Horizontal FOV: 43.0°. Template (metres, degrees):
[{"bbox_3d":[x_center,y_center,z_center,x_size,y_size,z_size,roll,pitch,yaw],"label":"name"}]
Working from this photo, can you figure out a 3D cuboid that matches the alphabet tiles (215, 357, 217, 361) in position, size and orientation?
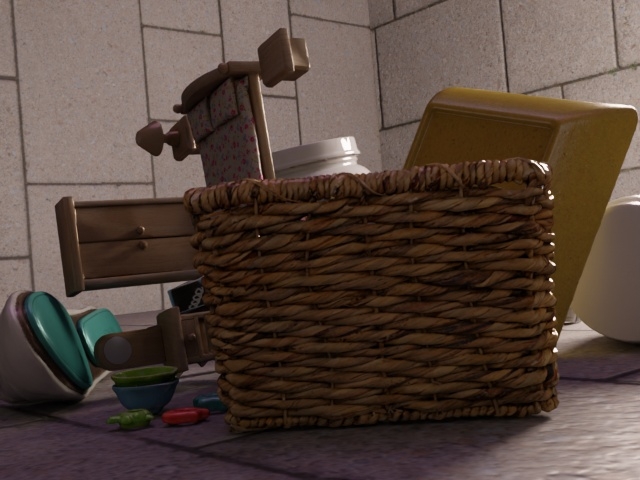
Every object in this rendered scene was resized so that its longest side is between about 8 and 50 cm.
[{"bbox_3d":[0.043,0.132,1.007,0.285,0.011,0.342,-5,-6,13],"label":"alphabet tiles"}]

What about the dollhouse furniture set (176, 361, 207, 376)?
[{"bbox_3d":[-0.134,0.177,1.100,0.114,0.091,0.081,28,-18,50],"label":"dollhouse furniture set"}]

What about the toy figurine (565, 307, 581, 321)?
[{"bbox_3d":[0.360,0.064,1.453,0.212,0.148,0.209,4,-2,-2],"label":"toy figurine"}]

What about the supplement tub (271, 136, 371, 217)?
[{"bbox_3d":[0.000,0.000,1.453,0.240,0.332,0.241,-13,1,0],"label":"supplement tub"}]

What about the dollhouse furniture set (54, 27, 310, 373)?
[{"bbox_3d":[-0.149,-0.017,0.880,0.173,0.303,0.355,-5,-11,-33],"label":"dollhouse furniture set"}]

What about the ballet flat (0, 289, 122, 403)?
[{"bbox_3d":[-0.342,0.146,1.011,0.139,0.139,0.400,-5,-6,-2],"label":"ballet flat"}]

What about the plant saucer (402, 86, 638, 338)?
[{"bbox_3d":[0.208,-0.052,1.085,0.081,0.333,0.332,21,0,-40],"label":"plant saucer"}]

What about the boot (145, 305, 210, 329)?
[{"bbox_3d":[-0.231,0.180,1.766,0.248,0.090,0.207,-4,11,20],"label":"boot"}]

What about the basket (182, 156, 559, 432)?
[{"bbox_3d":[0.053,0.021,0.736,0.299,0.223,0.213,-6,17,8],"label":"basket"}]

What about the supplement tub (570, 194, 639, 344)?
[{"bbox_3d":[0.443,0.036,1.090,0.191,0.191,0.272,-6,-2,33],"label":"supplement tub"}]

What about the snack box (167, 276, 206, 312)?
[{"bbox_3d":[-0.140,0.066,1.713,0.321,0.060,0.187,-19,4,21],"label":"snack box"}]

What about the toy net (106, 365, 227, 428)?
[{"bbox_3d":[-0.093,0.147,0.815,0.232,0.045,0.122,-4,-2,-9],"label":"toy net"}]
